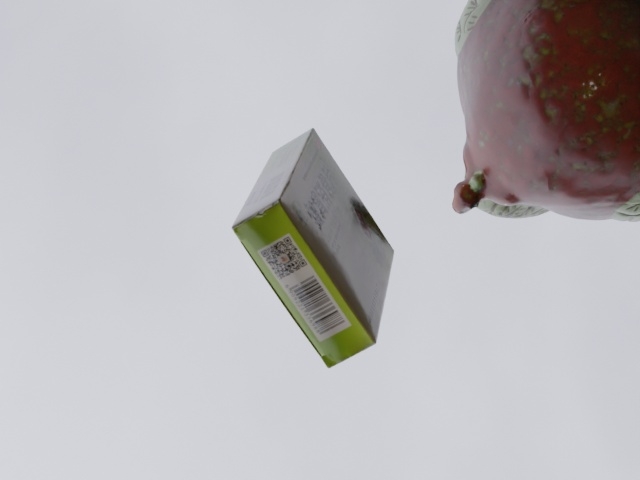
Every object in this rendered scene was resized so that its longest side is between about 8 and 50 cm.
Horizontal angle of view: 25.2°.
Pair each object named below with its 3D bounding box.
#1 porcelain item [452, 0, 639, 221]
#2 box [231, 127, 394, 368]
[{"bbox_3d":[0.189,-0.100,1.152,0.253,0.253,0.253,27,-131,-35],"label":"porcelain item"},{"bbox_3d":[0.000,0.001,1.495,0.175,0.062,0.260,56,-162,-13],"label":"box"}]
